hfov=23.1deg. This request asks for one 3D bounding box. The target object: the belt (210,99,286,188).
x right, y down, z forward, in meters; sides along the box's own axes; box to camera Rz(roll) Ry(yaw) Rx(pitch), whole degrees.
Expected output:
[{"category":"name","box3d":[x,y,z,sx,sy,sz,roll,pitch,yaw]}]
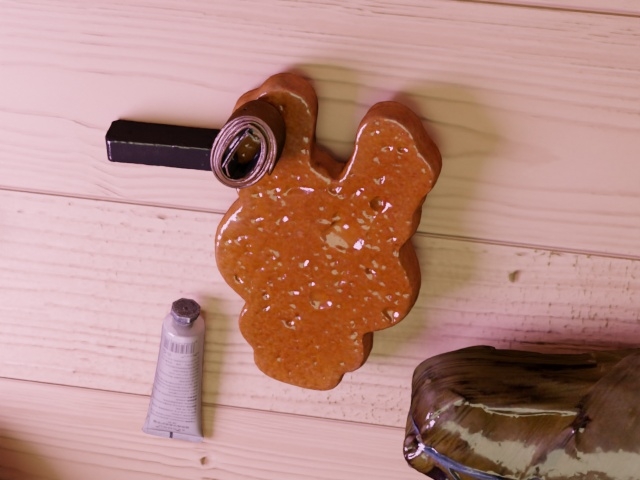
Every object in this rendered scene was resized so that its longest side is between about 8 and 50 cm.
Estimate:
[{"category":"belt","box3d":[-0.064,-0.083,1.393,0.059,0.036,0.083,31,127,-3]}]

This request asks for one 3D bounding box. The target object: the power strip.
[{"category":"power strip","box3d":[-0.143,-0.087,1.452,0.111,0.038,0.029,6,127,8]}]

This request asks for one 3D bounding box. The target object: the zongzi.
[{"category":"zongzi","box3d":[0.274,0.138,1.452,0.322,0.160,0.360,26,126,-8]}]

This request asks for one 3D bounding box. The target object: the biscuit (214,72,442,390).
[{"category":"biscuit","box3d":[0.000,0.000,1.477,0.202,0.047,0.334,13,124,8]}]

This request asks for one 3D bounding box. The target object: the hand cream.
[{"category":"hand cream","box3d":[-0.146,0.138,1.615,0.067,0.042,0.195,7,132,-4]}]
